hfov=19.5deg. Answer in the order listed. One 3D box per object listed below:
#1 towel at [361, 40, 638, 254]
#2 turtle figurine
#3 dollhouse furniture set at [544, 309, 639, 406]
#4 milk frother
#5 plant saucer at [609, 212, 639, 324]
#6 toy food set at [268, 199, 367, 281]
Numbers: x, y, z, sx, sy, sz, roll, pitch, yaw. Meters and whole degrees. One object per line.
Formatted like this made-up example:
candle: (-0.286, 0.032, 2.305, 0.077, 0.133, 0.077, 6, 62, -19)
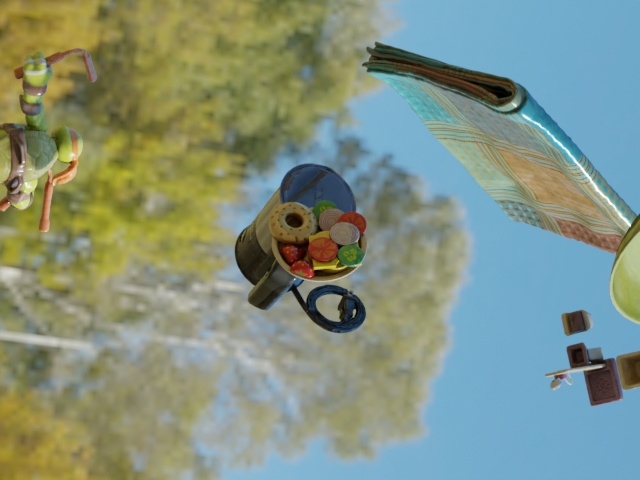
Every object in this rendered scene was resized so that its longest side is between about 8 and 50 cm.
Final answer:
towel: (0.236, -0.095, 2.236, 0.271, 0.370, 0.040, 22, -106, 48)
turtle figurine: (-0.343, -0.085, 1.989, 0.087, 0.217, 0.269, 63, -32, 35)
dollhouse furniture set: (0.259, 0.100, 1.688, 0.114, 0.081, 0.091, -18, -100, 42)
milk frother: (0.001, 0.014, 1.898, 0.135, 0.143, 0.129, 131, -34, -55)
plant saucer: (0.348, -0.009, 1.545, 0.241, 0.241, 0.037, 119, -38, -47)
toy food set: (0.000, 0.000, 1.568, 0.020, 0.082, 0.083, 94, -12, -50)
